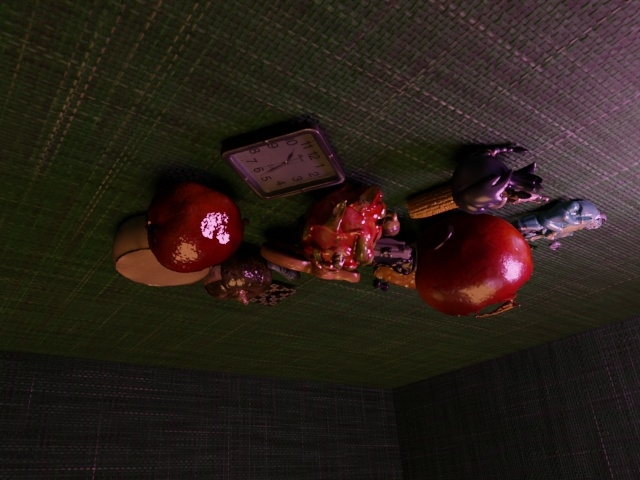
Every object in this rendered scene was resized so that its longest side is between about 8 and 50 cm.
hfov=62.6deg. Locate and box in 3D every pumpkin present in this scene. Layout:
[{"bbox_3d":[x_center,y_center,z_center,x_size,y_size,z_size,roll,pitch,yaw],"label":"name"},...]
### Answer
[{"bbox_3d":[-0.299,0.148,1.934,0.260,0.190,0.260,-9,168,-2],"label":"pumpkin"}]

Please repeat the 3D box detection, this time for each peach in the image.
[{"bbox_3d":[0.488,0.073,1.783,0.405,0.335,0.310,-18,122,41],"label":"peach"}]

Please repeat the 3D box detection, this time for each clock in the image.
[{"bbox_3d":[-0.097,-0.213,1.444,0.278,0.049,0.273,-12,152,16],"label":"clock"}]

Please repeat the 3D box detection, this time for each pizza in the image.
[{"bbox_3d":[0.323,0.123,2.139,0.188,0.081,0.204,42,143,-25],"label":"pizza"}]

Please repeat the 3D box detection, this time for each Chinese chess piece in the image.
[{"bbox_3d":[-0.525,0.039,1.777,0.337,0.141,0.338,-3,154,-1],"label":"Chinese chess piece"}]

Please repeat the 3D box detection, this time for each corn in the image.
[{"bbox_3d":[0.382,-0.127,1.649,0.238,0.080,0.080,-19,149,23],"label":"corn"}]

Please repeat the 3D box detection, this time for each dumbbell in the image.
[{"bbox_3d":[0.265,0.198,2.304,0.083,0.040,0.036,25,173,-42],"label":"dumbbell"}]

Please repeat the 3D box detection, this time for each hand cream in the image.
[{"bbox_3d":[-0.143,0.101,2.012,0.058,0.091,0.271,-8,156,18],"label":"hand cream"}]

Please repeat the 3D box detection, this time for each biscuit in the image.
[{"bbox_3d":[-0.039,0.077,1.844,0.354,0.052,0.275,13,-169,-16],"label":"biscuit"}]

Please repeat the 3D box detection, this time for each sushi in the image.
[{"bbox_3d":[-0.215,0.229,2.303,0.139,0.031,0.201,21,140,-39],"label":"sushi"}]

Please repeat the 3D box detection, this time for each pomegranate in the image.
[{"bbox_3d":[-0.005,0.008,1.781,0.156,0.156,0.220,-5,162,1],"label":"pomegranate"}]

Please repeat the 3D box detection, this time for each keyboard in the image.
[{"bbox_3d":[0.388,0.024,2.010,0.204,0.013,0.061,16,147,-34],"label":"keyboard"}]

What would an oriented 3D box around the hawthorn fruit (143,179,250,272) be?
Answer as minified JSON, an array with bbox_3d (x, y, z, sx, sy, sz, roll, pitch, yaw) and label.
[{"bbox_3d":[-0.353,-0.039,1.539,0.307,0.265,0.265,-7,159,-38],"label":"hawthorn fruit"}]

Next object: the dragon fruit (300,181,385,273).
[{"bbox_3d":[0.076,-0.041,1.582,0.237,0.303,0.231,44,159,-28],"label":"dragon fruit"}]

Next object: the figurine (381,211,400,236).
[{"bbox_3d":[0.206,-0.043,1.814,0.083,0.083,0.187,11,163,-27],"label":"figurine"}]

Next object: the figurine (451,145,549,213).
[{"bbox_3d":[0.498,-0.161,1.482,0.264,0.197,0.175,-15,158,-26],"label":"figurine"}]

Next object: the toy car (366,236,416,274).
[{"bbox_3d":[0.238,0.045,1.848,0.193,0.118,0.301,5,-176,14],"label":"toy car"}]

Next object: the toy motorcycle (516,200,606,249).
[{"bbox_3d":[0.828,-0.063,1.810,0.296,0.109,0.198,-15,148,17],"label":"toy motorcycle"}]

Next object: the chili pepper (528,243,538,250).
[{"bbox_3d":[0.682,0.012,1.933,0.224,0.061,0.098,4,-174,17],"label":"chili pepper"}]
